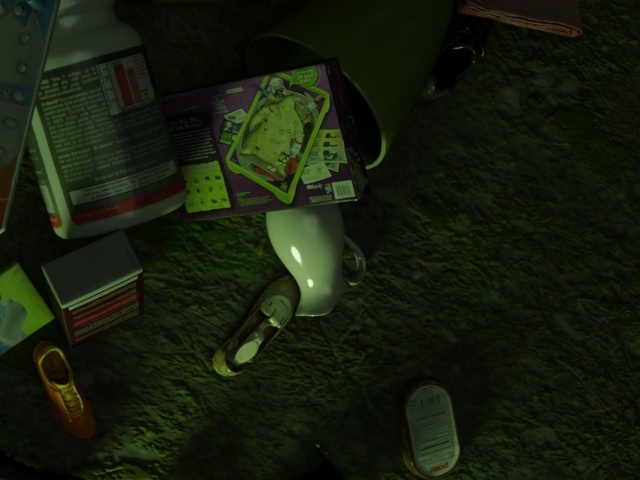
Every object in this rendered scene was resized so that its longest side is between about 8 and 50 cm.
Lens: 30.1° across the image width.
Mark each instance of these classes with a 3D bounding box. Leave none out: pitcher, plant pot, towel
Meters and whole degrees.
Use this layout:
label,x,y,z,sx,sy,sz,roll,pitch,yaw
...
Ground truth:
label,x,y,z,sx,sy,sz,roll,pitch,yaw
pitcher,0.000,0.000,1.976,0.177,0.125,0.207,-31,110,-48
plant pot,0.078,-0.312,1.901,0.293,0.274,0.275,-48,110,-23
towel,0.337,-0.519,2.019,0.237,0.037,0.329,6,74,-23

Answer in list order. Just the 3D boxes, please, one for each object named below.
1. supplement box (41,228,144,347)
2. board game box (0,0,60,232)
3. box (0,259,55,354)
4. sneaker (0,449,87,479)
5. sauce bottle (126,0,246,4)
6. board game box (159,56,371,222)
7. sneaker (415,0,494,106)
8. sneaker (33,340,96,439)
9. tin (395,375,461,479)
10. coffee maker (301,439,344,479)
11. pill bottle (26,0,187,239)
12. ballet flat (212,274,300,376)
label,x,y,z,sx,sy,sz,roll,pitch,yaw
supplement box,-0.336,0.076,1.781,0.130,0.239,0.073,-25,75,-16
board game box,-0.579,-0.231,1.630,0.389,0.050,0.390,11,86,9
box,-0.513,0.124,1.826,0.178,0.042,0.109,-36,107,-14
sneaker,-0.483,0.379,1.837,0.276,0.097,0.135,1,98,-20
sauce bottle,-0.139,-0.429,1.866,0.344,0.111,0.111,-8,99,-21
board game box,-0.099,-0.146,1.811,0.056,0.346,0.208,-37,116,-51
sneaker,0.246,-0.351,2.012,0.109,0.130,0.286,29,85,-19
sneaker,-0.404,0.242,1.869,0.064,0.067,0.175,-30,107,-17
tin,0.194,0.337,2.126,0.106,0.040,0.190,-13,101,-15
coffee maker,-0.039,0.460,2.021,0.178,0.120,0.171,-28,82,-17
pill bottle,-0.343,-0.201,1.760,0.210,0.210,0.363,-19,102,-18
ballet flat,-0.096,0.147,1.974,0.073,0.067,0.206,40,81,-19
